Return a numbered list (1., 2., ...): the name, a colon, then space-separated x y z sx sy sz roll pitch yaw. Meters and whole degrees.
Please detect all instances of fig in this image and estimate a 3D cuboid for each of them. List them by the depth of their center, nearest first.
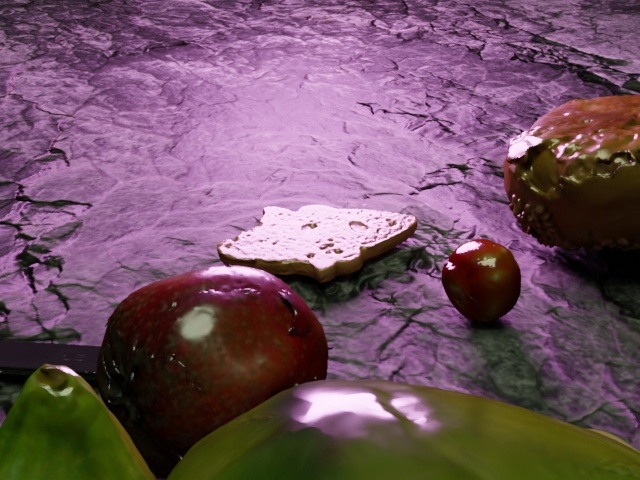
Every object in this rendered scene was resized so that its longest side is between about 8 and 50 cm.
1. fig: -0.164 0.199 0.545 0.167 0.234 0.167 12 -11 2

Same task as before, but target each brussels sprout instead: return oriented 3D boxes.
1. brussels sprout: 0.049 0.210 0.448 0.343 0.268 0.344 3 -6 0

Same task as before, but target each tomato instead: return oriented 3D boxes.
1. tomato: 0.167 0.043 0.913 0.075 0.087 0.087 -19 35 -23

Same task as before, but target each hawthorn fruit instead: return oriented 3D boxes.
1. hawthorn fruit: -0.073 0.101 0.744 0.181 0.181 0.235 24 23 36

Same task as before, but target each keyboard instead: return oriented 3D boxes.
1. keyboard: -0.247 0.121 0.852 0.195 0.018 0.060 3 23 6

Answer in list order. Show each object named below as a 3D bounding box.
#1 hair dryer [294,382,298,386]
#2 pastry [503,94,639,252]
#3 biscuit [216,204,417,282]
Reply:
1. hair dryer: 0.001 0.155 0.686 0.037 0.124 0.063 -25 31 2
2. pastry: 0.359 -0.075 1.035 0.255 0.162 0.310 11 26 37
3. biscuit: 0.000 0.000 1.037 0.250 0.035 0.162 -10 37 -14
